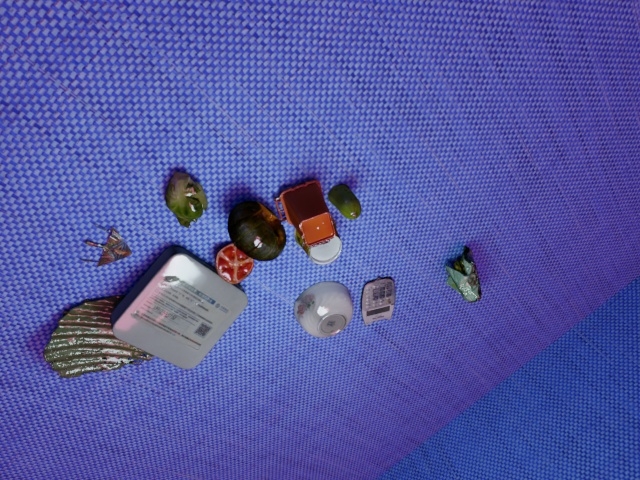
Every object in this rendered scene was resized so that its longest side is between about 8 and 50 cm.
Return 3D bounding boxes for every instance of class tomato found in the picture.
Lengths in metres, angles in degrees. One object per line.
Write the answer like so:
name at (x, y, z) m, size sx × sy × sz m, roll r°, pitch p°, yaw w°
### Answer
tomato at (-0.340, 0.087, 1.701) m, size 0.155 × 0.069 × 0.156 m, roll 3°, pitch 84°, yaw -32°

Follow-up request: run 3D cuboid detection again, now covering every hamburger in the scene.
hamburger at (0.665, 0.170, 2.086) m, size 0.150 × 0.260 × 0.276 m, roll -10°, pitch 94°, yaw 14°

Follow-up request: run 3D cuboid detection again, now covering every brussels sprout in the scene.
brussels sprout at (-0.461, -0.139, 1.503) m, size 0.138 × 0.101 × 0.181 m, roll -1°, pitch 136°, yaw 2°

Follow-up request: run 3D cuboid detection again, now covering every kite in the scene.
kite at (-0.740, 0.027, 1.554) m, size 0.160 × 0.010 × 0.183 m, roll 18°, pitch 118°, yaw -34°

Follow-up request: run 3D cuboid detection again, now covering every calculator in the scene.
calculator at (0.272, 0.283, 2.100) m, size 0.176 × 0.040 × 0.268 m, roll -10°, pitch 125°, yaw -15°

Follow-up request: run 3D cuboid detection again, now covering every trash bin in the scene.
trash bin at (-0.053, -0.093, 1.596) m, size 0.184 × 0.239 × 0.161 m, roll -19°, pitch 127°, yaw -5°

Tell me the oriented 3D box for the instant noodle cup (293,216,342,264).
instant noodle cup at (0.000, 0.000, 1.738) m, size 0.182 × 0.144 × 0.182 m, roll -10°, pitch 125°, yaw -15°

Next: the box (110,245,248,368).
box at (-0.526, 0.263, 1.698) m, size 0.397 × 0.111 × 0.396 m, roll -49°, pitch 127°, yaw -3°

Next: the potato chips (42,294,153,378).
potato chips at (-0.834, 0.390, 1.705) m, size 0.388 × 0.097 × 0.374 m, roll -11°, pitch 123°, yaw -21°

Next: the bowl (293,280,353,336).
bowl at (0.029, 0.331, 1.977) m, size 0.276 × 0.145 × 0.277 m, roll -12°, pitch 127°, yaw -16°

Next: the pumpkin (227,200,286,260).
pumpkin at (-0.230, -0.031, 1.579) m, size 0.159 × 0.238 × 0.238 m, roll -38°, pitch 128°, yaw 13°

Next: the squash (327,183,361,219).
squash at (0.104, -0.136, 1.662) m, size 0.095 × 0.188 × 0.095 m, roll -10°, pitch 123°, yaw -16°
